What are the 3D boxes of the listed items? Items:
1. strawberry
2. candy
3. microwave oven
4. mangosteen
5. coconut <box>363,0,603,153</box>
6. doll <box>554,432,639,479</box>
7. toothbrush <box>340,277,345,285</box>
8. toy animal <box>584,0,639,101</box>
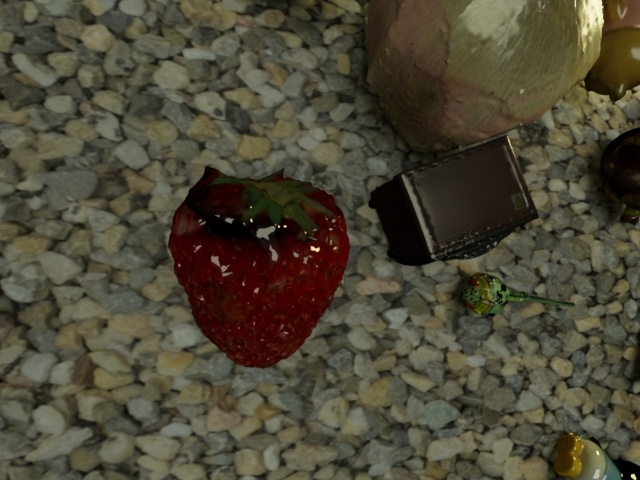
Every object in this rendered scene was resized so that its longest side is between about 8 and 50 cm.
[{"bbox_3d":[-0.107,0.035,0.689,0.292,0.291,0.309,22,127,-10],"label":"strawberry"},{"bbox_3d":[0.439,0.130,0.882,0.306,0.083,0.091,10,49,-19],"label":"candy"},{"bbox_3d":[0.251,-0.063,0.794,0.248,0.178,0.188,-22,92,-11],"label":"microwave oven"},{"bbox_3d":[0.721,-0.141,0.908,0.193,0.192,0.216,7,118,-11],"label":"mangosteen"},{"bbox_3d":[0.288,-0.370,0.722,0.405,0.404,0.403,1,87,-12],"label":"coconut"},{"bbox_3d":[0.651,0.548,0.872,0.314,0.141,0.177,36,50,4],"label":"doll"},{"bbox_3d":[0.000,0.000,0.822,0.022,0.017,0.204,-30,93,-22],"label":"toothbrush"},{"bbox_3d":[0.667,-0.441,0.907,0.196,0.169,0.280,20,85,-45],"label":"toy animal"}]
